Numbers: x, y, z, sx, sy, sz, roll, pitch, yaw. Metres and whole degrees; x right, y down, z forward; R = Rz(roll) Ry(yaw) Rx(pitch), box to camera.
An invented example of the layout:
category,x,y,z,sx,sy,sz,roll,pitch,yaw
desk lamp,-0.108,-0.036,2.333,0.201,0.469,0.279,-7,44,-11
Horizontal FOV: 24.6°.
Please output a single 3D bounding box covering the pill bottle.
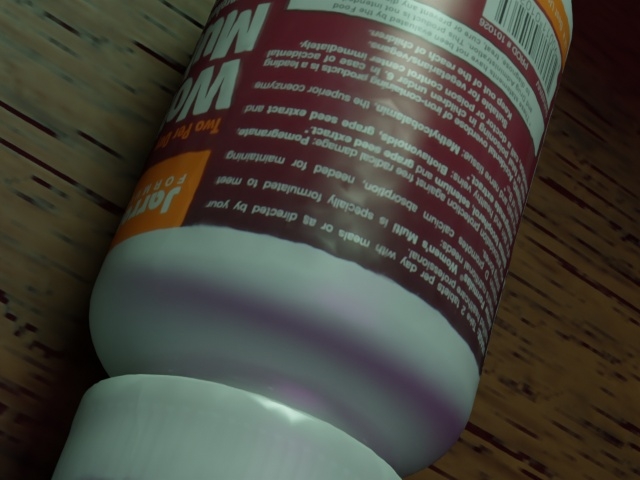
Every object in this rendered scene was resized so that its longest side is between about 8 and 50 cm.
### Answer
category,x,y,z,sx,sy,sz,roll,pitch,yaw
pill bottle,0.000,0.000,0.463,0.121,0.121,0.221,33,58,-23
